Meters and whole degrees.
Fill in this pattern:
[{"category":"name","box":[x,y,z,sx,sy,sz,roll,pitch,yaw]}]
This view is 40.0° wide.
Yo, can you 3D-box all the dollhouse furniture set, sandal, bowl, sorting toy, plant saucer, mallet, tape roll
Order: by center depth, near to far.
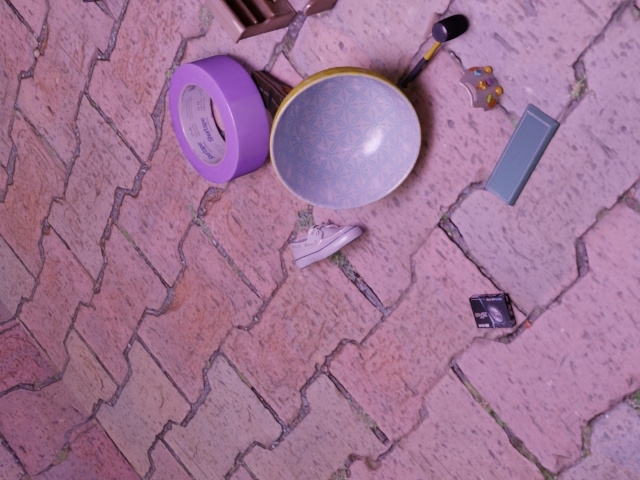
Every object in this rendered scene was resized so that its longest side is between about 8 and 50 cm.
[{"category":"sorting toy","box":[0.273,-0.264,1.536,0.045,0.075,0.083,-27,92,47]},{"category":"plant saucer","box":[0.353,-0.148,1.565,0.067,0.018,0.192,40,132,21]},{"category":"mallet","box":[0.190,-0.333,1.588,0.039,0.062,0.190,54,137,9]},{"category":"dollhouse furniture set","box":[-0.090,-0.511,1.688,0.212,0.161,0.242,53,137,9]},{"category":"bowl","box":[0.040,-0.221,1.699,0.156,0.289,0.289,-101,17,-54]},{"category":"sandal","box":[-0.077,-0.289,1.875,0.219,0.060,0.090,49,142,35]},{"category":"tape roll","box":[-0.230,-0.270,1.967,0.275,0.090,0.275,32,134,41]}]

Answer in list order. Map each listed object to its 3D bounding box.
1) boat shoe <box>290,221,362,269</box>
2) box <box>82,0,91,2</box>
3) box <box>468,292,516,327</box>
[{"category":"boat shoe","box":[0.000,0.000,1.927,0.226,0.083,0.076,-30,91,48]},{"category":"box","box":[-0.495,-0.719,2.026,0.242,0.076,0.307,3,113,43]},{"category":"box","box":[0.338,0.139,1.728,0.083,0.018,0.067,-6,106,45]}]
